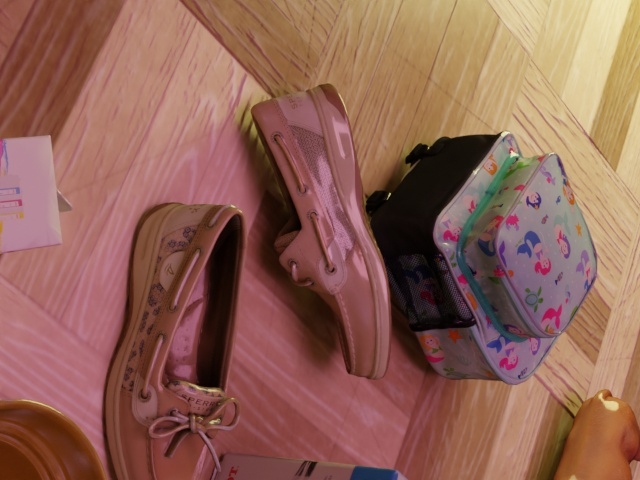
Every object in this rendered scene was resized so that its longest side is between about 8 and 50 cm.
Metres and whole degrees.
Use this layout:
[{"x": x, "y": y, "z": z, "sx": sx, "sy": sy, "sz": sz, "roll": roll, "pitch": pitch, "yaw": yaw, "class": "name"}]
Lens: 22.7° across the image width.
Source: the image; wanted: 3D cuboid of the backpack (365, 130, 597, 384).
[{"x": 0.188, "y": 0.028, "z": 1.747, "sx": 0.225, "sy": 0.191, "sz": 0.253, "roll": -50, "pitch": 131, "yaw": -40, "class": "backpack"}]

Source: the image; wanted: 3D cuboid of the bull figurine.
[{"x": 0.330, "y": 0.337, "z": 1.970, "sx": 0.310, "sy": 0.101, "sz": 0.188, "roll": -59, "pitch": 135, "yaw": -30, "class": "bull figurine"}]

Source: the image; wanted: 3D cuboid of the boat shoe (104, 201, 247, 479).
[{"x": -0.123, "y": 0.105, "z": 1.425, "sx": 0.105, "sy": 0.089, "sz": 0.285, "roll": 9, "pitch": 82, "yaw": -51, "class": "boat shoe"}]

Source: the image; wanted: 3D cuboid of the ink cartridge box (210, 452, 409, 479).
[{"x": -0.015, "y": 0.284, "z": 1.464, "sx": 0.086, "sy": 0.203, "sz": 0.148, "roll": 45, "pitch": 56, "yaw": -43, "class": "ink cartridge box"}]

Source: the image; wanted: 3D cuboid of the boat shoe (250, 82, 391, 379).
[{"x": 0.000, "y": 0.000, "z": 1.586, "sx": 0.098, "sy": 0.109, "sz": 0.302, "roll": -15, "pitch": 104, "yaw": -10, "class": "boat shoe"}]

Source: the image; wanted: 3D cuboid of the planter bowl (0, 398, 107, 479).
[{"x": -0.270, "y": 0.229, "z": 1.239, "sx": 0.217, "sy": 0.090, "sz": 0.217, "roll": 1, "pitch": 88, "yaw": -50, "class": "planter bowl"}]

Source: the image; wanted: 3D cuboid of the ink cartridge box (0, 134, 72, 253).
[{"x": -0.274, "y": -0.033, "z": 1.242, "sx": 0.143, "sy": 0.092, "sz": 0.090, "roll": -10, "pitch": 96, "yaw": -52, "class": "ink cartridge box"}]
